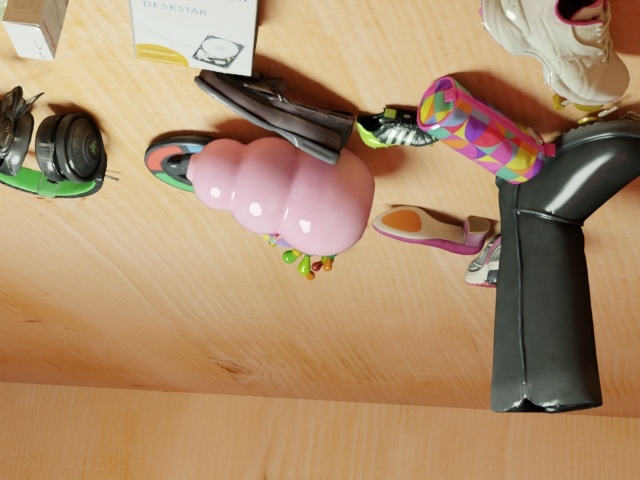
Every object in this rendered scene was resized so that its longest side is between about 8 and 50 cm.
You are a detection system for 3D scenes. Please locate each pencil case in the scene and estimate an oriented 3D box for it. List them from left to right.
[{"bbox_3d":[0.267,-0.177,1.885,0.236,0.104,0.104,23,154,-32],"label":"pencil case"}]

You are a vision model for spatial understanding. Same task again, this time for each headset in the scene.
[{"bbox_3d":[-0.523,-0.153,2.103,0.243,0.185,0.394,8,157,-1],"label":"headset"}]

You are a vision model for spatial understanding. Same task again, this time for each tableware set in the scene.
[{"bbox_3d":[0.445,-0.207,1.864,0.154,0.024,0.104,15,161,-20],"label":"tableware set"}]

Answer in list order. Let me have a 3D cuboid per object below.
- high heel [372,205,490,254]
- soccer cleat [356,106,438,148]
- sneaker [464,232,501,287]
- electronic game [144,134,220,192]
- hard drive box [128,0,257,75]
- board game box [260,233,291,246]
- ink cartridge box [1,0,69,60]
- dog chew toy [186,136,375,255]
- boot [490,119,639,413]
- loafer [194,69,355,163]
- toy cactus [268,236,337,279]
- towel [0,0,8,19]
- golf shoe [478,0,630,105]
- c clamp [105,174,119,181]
[{"bbox_3d":[0.218,-0.009,2.358,0.244,0.082,0.117,-2,150,-11],"label":"high heel"},{"bbox_3d":[0.142,-0.194,1.953,0.179,0.060,0.072,-5,143,30],"label":"soccer cleat"},{"bbox_3d":[0.381,0.042,2.402,0.121,0.112,0.299,4,174,-9],"label":"sneaker"},{"bbox_3d":[-0.224,-0.140,2.223,0.229,0.048,0.229,7,159,3],"label":"electronic game"},{"bbox_3d":[-0.176,-0.339,1.649,0.181,0.089,0.232,8,158,-2],"label":"hard drive box"},{"bbox_3d":[-0.064,-0.045,2.316,0.133,0.033,0.169,14,127,-6],"label":"board game box"},{"bbox_3d":[-0.403,-0.341,1.658,0.056,0.135,0.099,7,158,3],"label":"ink cartridge box"},{"bbox_3d":[-0.075,-0.094,2.084,0.332,0.207,0.206,14,158,-6],"label":"dog chew toy"},{"bbox_3d":[0.422,0.058,1.926,0.146,0.445,0.367,12,162,-23],"label":"boot"},{"bbox_3d":[-0.070,-0.229,1.919,0.302,0.095,0.109,27,-169,-35],"label":"loafer"},{"bbox_3d":[0.000,0.000,2.464,0.180,0.112,0.219,-22,146,19],"label":"toy cactus"},{"bbox_3d":[-0.533,-0.369,1.779,0.148,0.027,0.110,0,158,20],"label":"towel"},{"bbox_3d":[0.354,-0.279,1.593,0.306,0.115,0.140,24,150,-38],"label":"golf shoe"},{"bbox_3d":[-0.473,-0.168,2.280,0.137,0.022,0.161,11,160,5],"label":"c clamp"}]
